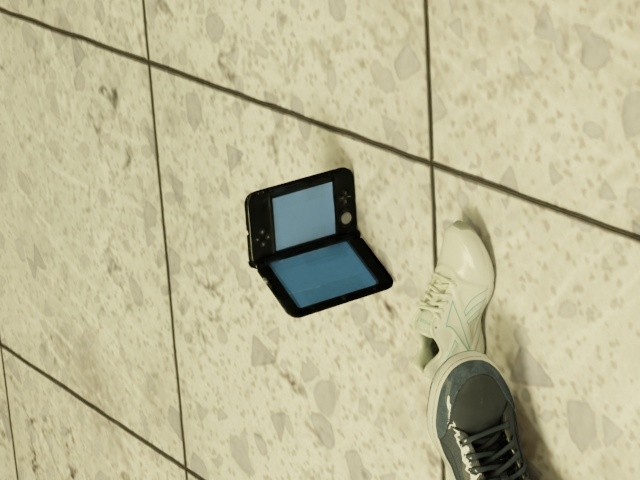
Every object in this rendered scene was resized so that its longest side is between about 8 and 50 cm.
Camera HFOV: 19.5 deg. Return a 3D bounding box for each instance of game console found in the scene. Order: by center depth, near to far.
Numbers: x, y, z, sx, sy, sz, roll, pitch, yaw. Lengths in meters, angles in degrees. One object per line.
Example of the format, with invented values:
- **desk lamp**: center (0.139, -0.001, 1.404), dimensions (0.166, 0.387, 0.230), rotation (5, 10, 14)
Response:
- **game console**: center (0.000, 0.000, 1.728), dimensions (0.071, 0.122, 0.107), rotation (22, 121, 51)

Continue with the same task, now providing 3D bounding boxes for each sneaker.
- **sneaker**: center (0.168, 0.215, 1.587), dimensions (0.163, 0.086, 0.226), rotation (38, 145, 58)
- **sneaker**: center (0.114, 0.057, 1.637), dimensions (0.053, 0.061, 0.152), rotation (33, 129, 49)
